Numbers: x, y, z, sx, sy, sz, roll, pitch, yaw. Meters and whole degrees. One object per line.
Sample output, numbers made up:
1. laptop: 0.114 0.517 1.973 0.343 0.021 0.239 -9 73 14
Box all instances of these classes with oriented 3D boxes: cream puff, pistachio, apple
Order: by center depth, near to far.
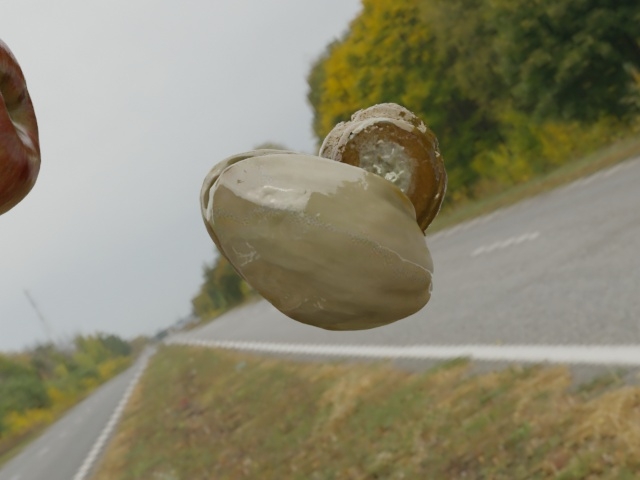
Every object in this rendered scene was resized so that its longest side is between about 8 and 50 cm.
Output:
1. apple: -0.258 -0.078 0.810 0.131 0.146 0.146 -12 0 1
2. pistachio: 0.000 0.000 1.050 0.144 0.215 0.144 -59 17 30
3. cream puff: 0.060 -0.065 1.238 0.126 0.144 0.103 2 9 -2
